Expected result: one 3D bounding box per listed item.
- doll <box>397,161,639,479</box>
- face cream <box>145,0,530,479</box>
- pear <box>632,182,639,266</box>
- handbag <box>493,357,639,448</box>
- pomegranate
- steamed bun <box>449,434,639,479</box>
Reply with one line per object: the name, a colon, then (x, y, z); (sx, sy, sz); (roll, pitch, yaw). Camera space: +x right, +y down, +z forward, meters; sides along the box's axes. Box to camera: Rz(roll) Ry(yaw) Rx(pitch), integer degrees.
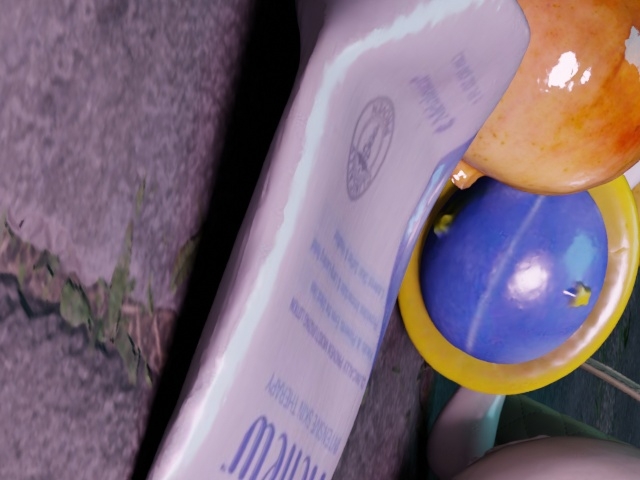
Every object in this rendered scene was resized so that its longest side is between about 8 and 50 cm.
doll: (0.123, 0.043, 1.397); (0.242, 0.160, 0.311); (-66, 180, -76)
face cream: (0.000, 0.000, 1.054); (0.235, 0.137, 0.420); (54, 55, -66)
pear: (0.350, -0.117, 1.805); (0.314, 0.314, 0.314); (4, 90, -72)
handbag: (0.225, 0.192, 1.545); (0.079, 0.256, 0.219); (-25, 124, -39)
pomegranate: (0.138, -0.121, 1.232); (0.191, 0.191, 0.191); (4, 90, -72)
steamed bun: (0.205, 0.297, 1.331); (0.309, 0.309, 0.309); (4, 90, -72)
